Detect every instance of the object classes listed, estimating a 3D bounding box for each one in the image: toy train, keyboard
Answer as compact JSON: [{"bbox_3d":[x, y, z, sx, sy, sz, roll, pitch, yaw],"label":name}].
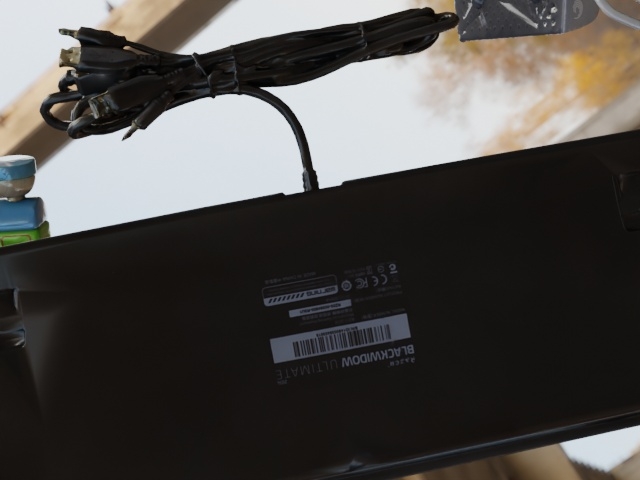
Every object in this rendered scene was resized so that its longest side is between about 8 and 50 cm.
[{"bbox_3d":[-0.422,-0.015,1.519,0.105,0.248,0.143,-72,-22,-77],"label":"toy train"},{"bbox_3d":[0.000,0.000,0.555,0.033,0.317,0.201,-166,66,-84],"label":"keyboard"}]

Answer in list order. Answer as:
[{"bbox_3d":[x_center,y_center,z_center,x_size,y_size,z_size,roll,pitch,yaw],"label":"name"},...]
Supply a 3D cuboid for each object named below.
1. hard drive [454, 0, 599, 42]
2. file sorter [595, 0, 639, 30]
[{"bbox_3d":[0.163,-0.291,1.095,0.172,0.054,0.254,11,106,64],"label":"hard drive"},{"bbox_3d":[0.310,-0.226,0.898,0.193,0.173,0.277,23,176,-1],"label":"file sorter"}]
